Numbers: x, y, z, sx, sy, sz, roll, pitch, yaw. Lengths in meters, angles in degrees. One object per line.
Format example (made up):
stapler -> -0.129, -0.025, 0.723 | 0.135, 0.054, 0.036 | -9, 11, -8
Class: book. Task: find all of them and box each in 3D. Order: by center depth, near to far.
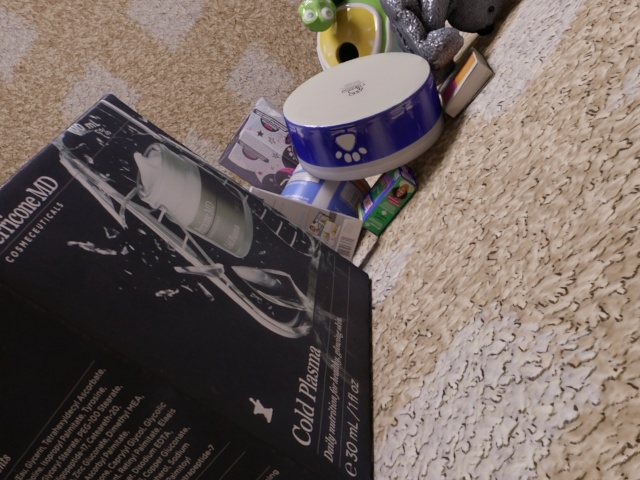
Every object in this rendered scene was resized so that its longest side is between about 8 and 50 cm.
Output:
book -> 0.241, -0.270, 1.260 | 0.096, 0.035, 0.144 | -52, 12, 24

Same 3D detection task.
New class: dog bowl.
dog bowl -> 0.073, -0.217, 1.275 | 0.265, 0.104, 0.265 | -15, 33, 10

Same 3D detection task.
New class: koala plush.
koala plush -> 0.240, -0.425, 1.342 | 0.221, 0.203, 0.196 | -31, -4, 4

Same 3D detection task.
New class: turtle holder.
turtle holder -> 0.105, -0.433, 1.600 | 0.320, 0.243, 0.227 | 63, -151, -63

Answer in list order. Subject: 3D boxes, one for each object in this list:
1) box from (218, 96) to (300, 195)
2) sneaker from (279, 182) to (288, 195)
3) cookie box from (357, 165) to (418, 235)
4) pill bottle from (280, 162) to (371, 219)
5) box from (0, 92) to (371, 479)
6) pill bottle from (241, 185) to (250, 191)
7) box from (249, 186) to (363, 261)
box -> -0.104, -0.213, 1.896 | 0.163, 0.247, 0.142 | -42, 21, 47
sneaker -> -0.073, -0.070, 1.669 | 0.170, 0.068, 0.071 | -56, -3, -46
cookie box -> 0.109, -0.072, 1.233 | 0.107, 0.040, 0.092 | -52, 15, 19
pill bottle -> -0.028, -0.005, 1.318 | 0.272, 0.152, 0.152 | -61, 14, -24
box -> -0.203, 0.124, 0.923 | 0.297, 0.472, 0.480 | -51, 14, 23
pill bottle -> -0.224, 0.015, 1.875 | 0.204, 0.204, 0.361 | -49, 14, 28
box -> -0.042, 0.010, 1.183 | 0.038, 0.186, 0.145 | -150, 76, -78
